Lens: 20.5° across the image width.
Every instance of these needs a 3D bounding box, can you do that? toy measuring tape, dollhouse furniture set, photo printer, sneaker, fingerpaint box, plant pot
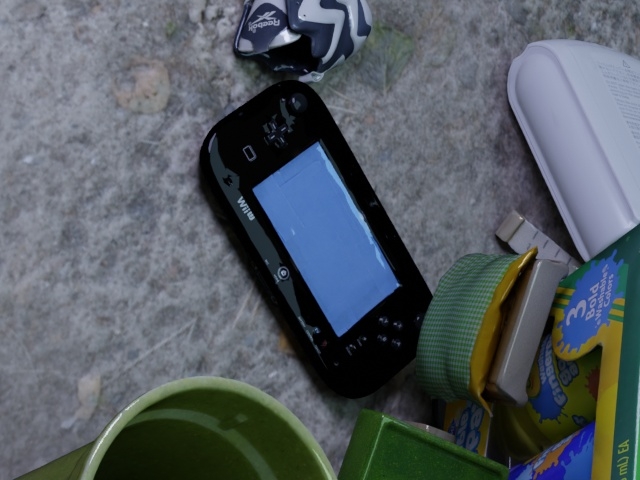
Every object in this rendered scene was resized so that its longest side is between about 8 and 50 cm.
[{"bbox_3d":[0.340,0.062,2.079,0.330,0.121,0.121,36,54,-9],"label":"toy measuring tape"},{"bbox_3d":[0.094,0.129,1.705,0.151,0.197,0.301,23,81,-23],"label":"dollhouse furniture set"},{"bbox_3d":[0.358,-0.101,2.071,0.256,0.107,0.307,9,49,-41],"label":"photo printer"},{"bbox_3d":[-0.048,-0.260,1.800,0.235,0.094,0.153,61,37,-25],"label":"sneaker"},{"bbox_3d":[0.249,0.257,1.651,0.163,0.371,0.444,21,58,-17],"label":"fingerpaint box"},{"bbox_3d":[-0.158,0.266,1.431,0.276,0.254,0.276,15,67,-40],"label":"plant pot"}]

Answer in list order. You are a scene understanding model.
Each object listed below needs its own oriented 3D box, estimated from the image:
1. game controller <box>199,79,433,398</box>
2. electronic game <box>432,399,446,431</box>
[{"bbox_3d":[0.000,0.000,1.789,0.166,0.067,0.319,-41,105,-42],"label":"game controller"},{"bbox_3d":[0.215,0.202,1.941,0.229,0.048,0.229,14,64,-32],"label":"electronic game"}]
